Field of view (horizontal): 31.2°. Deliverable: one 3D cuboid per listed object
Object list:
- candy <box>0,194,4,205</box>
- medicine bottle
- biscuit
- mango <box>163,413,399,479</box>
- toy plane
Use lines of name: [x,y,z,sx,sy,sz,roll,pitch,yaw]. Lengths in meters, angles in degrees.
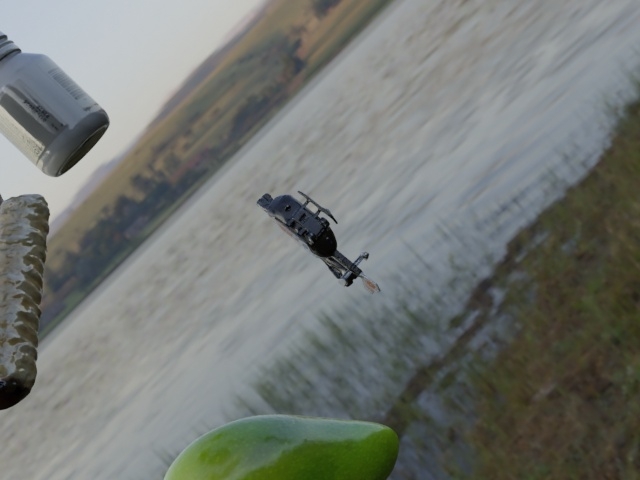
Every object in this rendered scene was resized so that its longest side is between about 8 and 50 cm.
candy: [-0.519,-0.064,1.472,0.157,0.289,0.214,-46,-34,12]
medicine bottle: [-0.437,-0.211,1.732,0.135,0.215,0.135,-46,3,3]
biscuit: [-0.286,0.055,1.070,0.061,0.055,0.219,-20,53,19]
mango: [-0.054,0.327,1.592,0.343,0.192,0.156,-15,30,-12]
toy plane: [0.001,0.000,1.450,0.053,0.197,0.078,-50,-3,-16]
